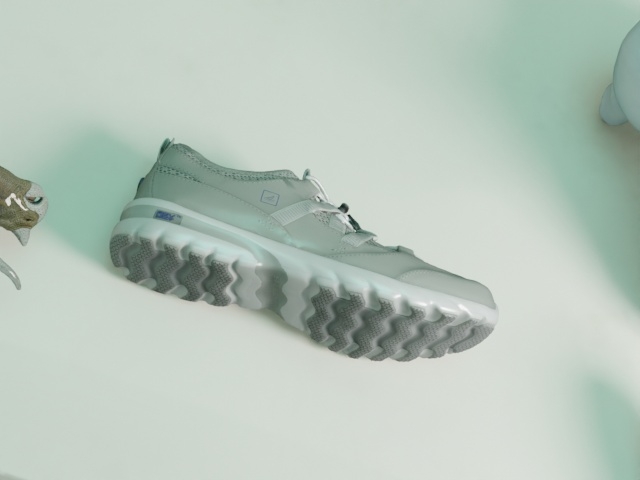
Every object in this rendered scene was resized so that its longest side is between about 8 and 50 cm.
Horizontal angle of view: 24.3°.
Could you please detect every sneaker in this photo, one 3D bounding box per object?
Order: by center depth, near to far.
[{"bbox_3d":[0.000,0.000,1.051,0.281,0.105,0.115,19,59,-11],"label":"sneaker"}]

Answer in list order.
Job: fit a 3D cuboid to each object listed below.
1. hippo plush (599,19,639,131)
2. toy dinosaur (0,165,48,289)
[{"bbox_3d":[0.316,-0.066,1.187,0.294,0.234,0.236,8,30,-34],"label":"hippo plush"},{"bbox_3d":[-0.326,-0.086,0.953,0.313,0.121,0.160,17,92,2],"label":"toy dinosaur"}]
